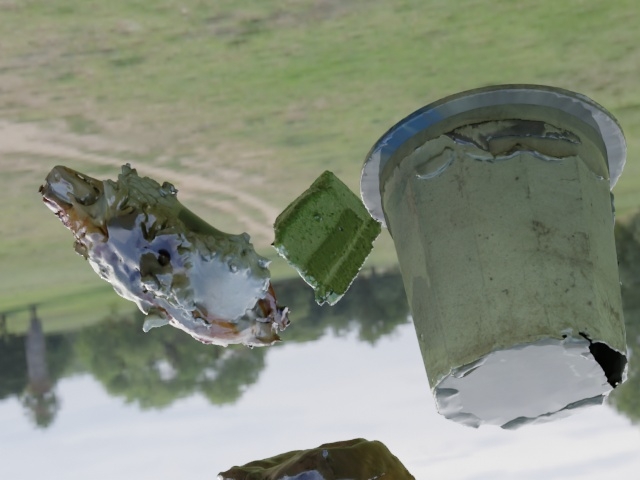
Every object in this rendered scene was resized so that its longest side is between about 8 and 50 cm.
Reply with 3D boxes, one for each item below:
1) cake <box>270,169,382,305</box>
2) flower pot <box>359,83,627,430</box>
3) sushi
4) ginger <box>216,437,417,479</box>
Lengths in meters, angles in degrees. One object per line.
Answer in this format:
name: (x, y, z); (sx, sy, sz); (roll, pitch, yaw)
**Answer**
cake: (0.008, -0.006, 1.304); (0.099, 0.100, 0.235); (-45, -175, 5)
flower pot: (0.148, 0.022, 0.903); (0.212, 0.203, 0.212); (-6, 147, -4)
sushi: (-0.120, 0.012, 0.934); (0.103, 0.226, 0.097); (-56, -176, 45)
ginger: (0.015, 0.366, 1.543); (0.269, 0.223, 0.200); (-24, 170, 40)
